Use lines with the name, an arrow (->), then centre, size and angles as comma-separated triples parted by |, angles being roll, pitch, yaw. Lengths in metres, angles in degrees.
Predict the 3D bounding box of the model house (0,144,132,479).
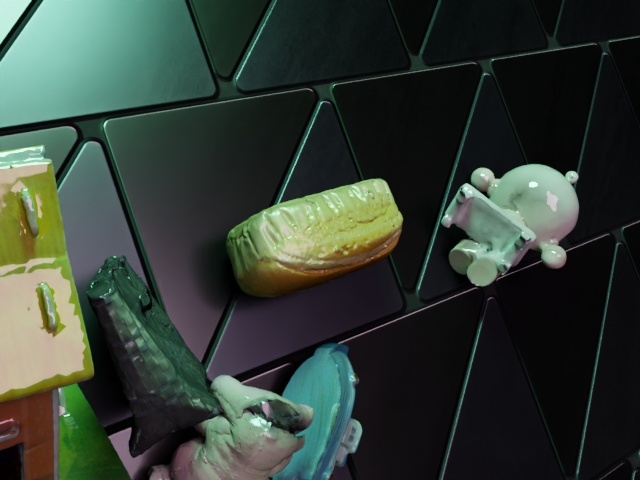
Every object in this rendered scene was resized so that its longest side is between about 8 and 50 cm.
model house -> -0.351, 0.057, 0.641 | 0.300, 0.340, 0.324 | -12, 127, -34

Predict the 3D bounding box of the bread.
bread -> 0.000, 0.000, 0.955 | 0.236, 0.140, 0.106 | -18, 83, -34

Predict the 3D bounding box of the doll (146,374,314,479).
doll -> -0.091, 0.240, 0.818 | 0.149, 0.095, 0.192 | 29, 106, -15

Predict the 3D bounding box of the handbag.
handbag -> -0.178, 0.100, 0.760 | 0.088, 0.270, 0.175 | -24, 98, -10

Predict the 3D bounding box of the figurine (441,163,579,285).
figurine -> 0.304, -0.047, 1.171 | 0.256, 0.182, 0.144 | -32, 136, -41

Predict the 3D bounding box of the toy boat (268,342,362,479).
toy boat -> -0.001, 0.226, 0.935 | 0.102, 0.088, 0.215 | 53, 47, -51
